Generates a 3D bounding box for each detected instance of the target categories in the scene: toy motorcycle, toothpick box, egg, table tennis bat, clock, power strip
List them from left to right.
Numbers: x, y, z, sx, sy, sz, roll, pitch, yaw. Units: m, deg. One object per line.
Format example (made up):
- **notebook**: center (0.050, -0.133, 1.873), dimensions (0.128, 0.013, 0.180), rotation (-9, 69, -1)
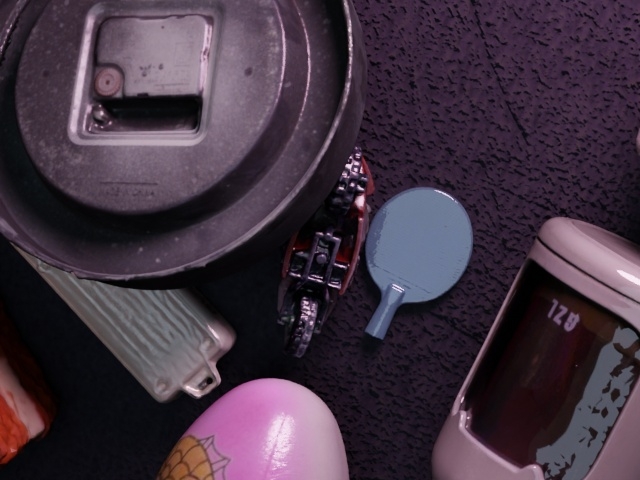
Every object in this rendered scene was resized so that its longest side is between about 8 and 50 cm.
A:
- **power strip**: center (-0.215, 0.017, 1.659), dimensions (0.098, 0.058, 0.338), rotation (-43, 89, 11)
- **clock**: center (-0.142, -0.140, 1.554), dimensions (0.386, 0.076, 0.386), rotation (-5, 73, 17)
- **egg**: center (-0.069, 0.262, 1.600), dimensions (0.196, 0.196, 0.271), rotation (18, 79, 6)
- **toy motorcycle**: center (-0.001, 0.000, 1.606), dimensions (0.082, 0.122, 0.213), rotation (17, 111, 0)
- **table tennis bat**: center (0.084, 0.023, 1.636), dimensions (0.100, 0.019, 0.155), rotation (25, 97, 5)
- **toothpick box**: center (0.233, 0.160, 1.543), dimensions (0.229, 0.229, 0.316), rotation (27, 101, 5)

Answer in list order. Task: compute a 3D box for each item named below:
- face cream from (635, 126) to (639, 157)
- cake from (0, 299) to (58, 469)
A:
- **face cream**: center (0.379, -0.085, 1.485), dimensions (0.206, 0.206, 0.111), rotation (18, 103, 6)
- **cake**: center (-0.439, 0.145, 1.572), dimensions (0.269, 0.319, 0.270), rotation (-31, 91, 12)
